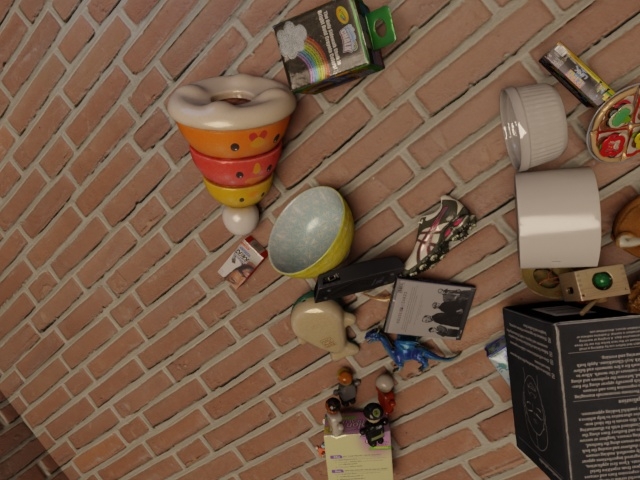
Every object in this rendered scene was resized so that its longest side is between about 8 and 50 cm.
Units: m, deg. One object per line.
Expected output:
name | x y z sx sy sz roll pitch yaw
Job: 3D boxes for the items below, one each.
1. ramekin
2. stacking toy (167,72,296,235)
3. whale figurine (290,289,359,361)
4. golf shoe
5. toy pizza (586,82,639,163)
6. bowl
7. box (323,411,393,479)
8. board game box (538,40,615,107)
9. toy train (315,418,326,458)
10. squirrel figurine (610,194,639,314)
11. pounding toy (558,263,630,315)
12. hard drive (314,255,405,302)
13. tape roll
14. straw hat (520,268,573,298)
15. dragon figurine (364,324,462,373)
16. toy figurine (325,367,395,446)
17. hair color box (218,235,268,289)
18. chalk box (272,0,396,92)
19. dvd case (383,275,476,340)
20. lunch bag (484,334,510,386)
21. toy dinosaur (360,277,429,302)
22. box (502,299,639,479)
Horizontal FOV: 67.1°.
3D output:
ramekin | 0.511 -0.277 1.161 0.109 0.207 0.207 -13 101 14
stacking toy | -0.240 -0.221 1.442 0.351 0.350 0.479 12 128 17
whale figurine | 0.020 0.270 1.554 0.216 0.141 0.272 -28 119 19
golf shoe | 0.317 -0.004 1.380 0.273 0.105 0.120 -49 64 24
toy pizza | 0.723 -0.265 1.122 0.202 0.032 0.201 -4 127 -5
bowl | 0.000 0.000 1.432 0.290 0.289 0.156 -33 134 25
box | 0.127 0.707 1.603 0.214 0.117 0.242 -5 105 4
board game box | 0.593 -0.384 1.128 0.170 0.141 0.048 45 113 3
toy train | 0.040 0.717 1.706 0.125 0.046 0.166 10 109 17
squirrel figurine | 0.853 0.070 1.103 0.371 0.281 0.396 19 109 21
pounding toy | 0.643 0.116 1.141 0.130 0.141 0.100 -10 81 6
hard drive | 0.105 0.113 1.401 0.255 0.172 0.054 -14 70 -10
tape roll | 0.568 -0.053 1.179 0.169 0.246 0.246 -2 105 21
straw hat | 0.608 0.107 1.308 0.145 0.144 0.061 17 153 15
dragon figurine | 0.276 0.324 1.483 0.289 0.085 0.143 -8 103 23
toy figurine | 0.125 0.516 1.526 0.210 0.213 0.148 5 119 24
hair color box | -0.260 0.075 1.624 0.093 0.053 0.167 43 116 3
chalk box | 0.056 -0.516 1.269 0.289 0.179 0.180 -12 100 22
dvd case | 0.317 0.200 1.411 0.239 0.029 0.179 8 110 -7
lunch bag | 0.571 0.331 1.377 0.151 0.096 0.128 -36 90 14
toy dinosaur | 0.244 0.174 1.474 0.212 0.064 0.112 -22 84 14
box | 0.620 0.364 1.183 0.212 0.293 0.395 -5 90 -1
